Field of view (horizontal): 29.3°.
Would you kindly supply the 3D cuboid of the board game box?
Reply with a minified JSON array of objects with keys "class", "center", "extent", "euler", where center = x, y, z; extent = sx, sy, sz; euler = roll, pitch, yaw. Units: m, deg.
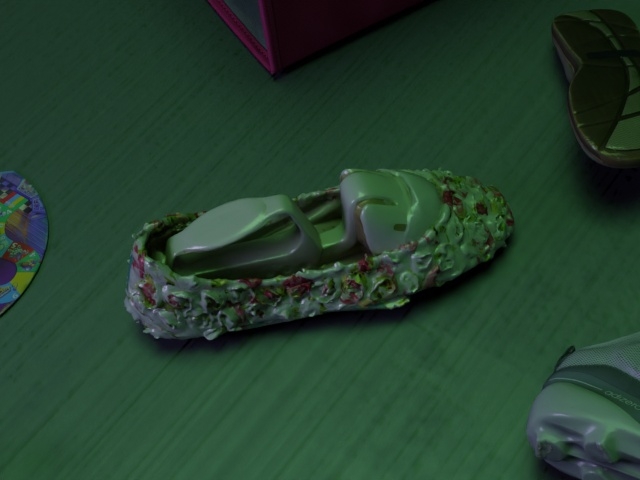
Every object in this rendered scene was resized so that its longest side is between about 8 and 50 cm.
[{"class":"board game box","center":[-0.262,0.000,0.784],"extent":[0.169,0.033,0.133],"euler":[-7,50,3]}]

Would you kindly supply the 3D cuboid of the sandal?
[{"class":"sandal","center":[0.186,-0.094,0.790],"extent":[0.072,0.049,0.180],"euler":[-2,36,0]}]

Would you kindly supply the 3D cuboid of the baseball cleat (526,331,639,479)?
[{"class":"baseball cleat","center":[0.210,0.100,0.607],"extent":[0.206,0.072,0.109],"euler":[22,50,20]}]

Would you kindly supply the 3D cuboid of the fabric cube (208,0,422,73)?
[{"class":"fabric cube","center":[0.001,-0.327,0.871],"extent":[0.258,0.254,0.259],"euler":[-28,52,-14]}]

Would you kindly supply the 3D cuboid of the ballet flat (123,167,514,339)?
[{"class":"ballet flat","center":[0.000,0.000,0.717],"extent":[0.241,0.077,0.091],"euler":[-16,49,-6]}]
